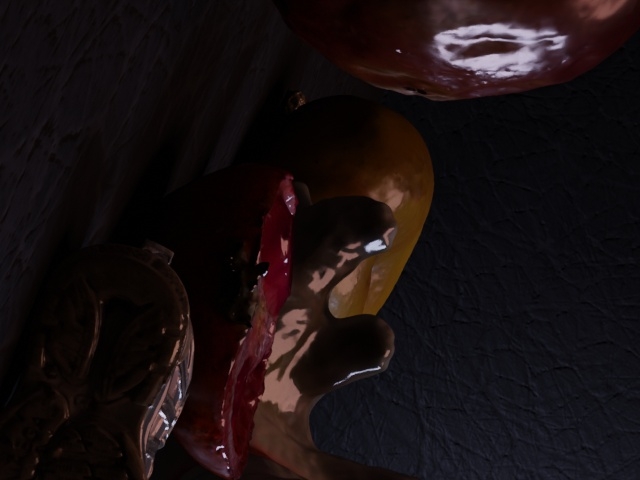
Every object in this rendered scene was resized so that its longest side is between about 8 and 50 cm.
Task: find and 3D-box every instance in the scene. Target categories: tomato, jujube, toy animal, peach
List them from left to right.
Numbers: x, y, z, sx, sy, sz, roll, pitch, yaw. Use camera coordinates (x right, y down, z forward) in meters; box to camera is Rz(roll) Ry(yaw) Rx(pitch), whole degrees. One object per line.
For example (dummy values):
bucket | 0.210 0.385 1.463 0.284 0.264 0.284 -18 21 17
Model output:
tomato | -0.074 0.042 1.099 0.173 0.099 0.189 86 16 -73
toy animal | -0.035 0.117 1.231 0.308 0.266 0.188 -56 160 8
peach | 0.000 0.000 1.561 0.251 0.153 0.251 -48 151 -39
jujube | 0.073 -0.180 0.961 0.318 0.223 0.223 -103 -144 -81

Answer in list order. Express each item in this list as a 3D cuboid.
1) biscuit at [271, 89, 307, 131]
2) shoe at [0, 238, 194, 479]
biscuit | -0.046 -0.053 1.729 0.231 0.025 0.131 103 10 -78
shoe | -0.114 0.082 0.934 0.092 0.089 0.180 -65 170 -79
